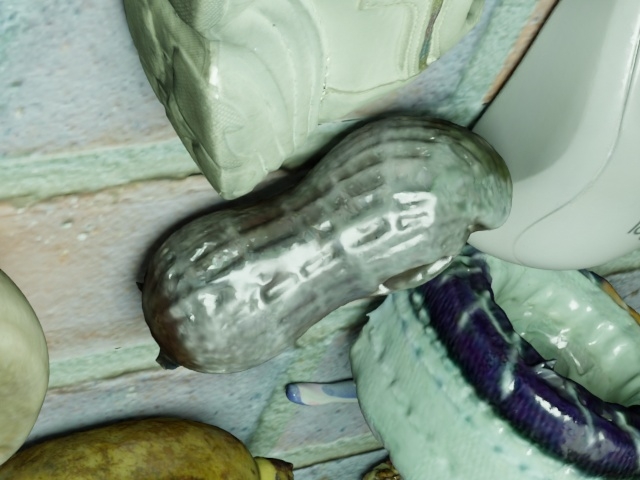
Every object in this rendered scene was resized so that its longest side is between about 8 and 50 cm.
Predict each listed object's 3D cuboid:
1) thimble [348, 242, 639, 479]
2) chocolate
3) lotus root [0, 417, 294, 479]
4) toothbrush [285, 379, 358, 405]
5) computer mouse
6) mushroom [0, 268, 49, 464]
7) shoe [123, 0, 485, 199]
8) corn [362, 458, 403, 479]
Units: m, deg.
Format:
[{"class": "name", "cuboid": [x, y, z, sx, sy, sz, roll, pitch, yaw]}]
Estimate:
[{"class": "thimble", "cuboid": [0.139, 0.105, 1.317, 0.237, 0.237, 0.150, 8, 128, -48]}, {"class": "chocolate", "cuboid": [0.000, 0.000, 1.146, 0.248, 0.110, 0.110, -26, 149, -7]}, {"class": "lotus root", "cuboid": [-0.127, 0.192, 1.283, 0.260, 0.128, 0.145, -9, 133, -36]}, {"class": "toothbrush", "cuboid": [0.079, 0.108, 1.452, 0.269, 0.021, 0.027, -3, 133, -39]}, {"class": "computer mouse", "cuboid": [0.206, -0.084, 1.196, 0.184, 0.121, 0.297, 7, 133, -45]}, {"class": "mushroom", "cuboid": [-0.230, 0.109, 0.985, 0.207, 0.215, 0.207, -29, 157, -14]}, {"class": "shoe", "cuboid": [0.006, -0.173, 0.885, 0.210, 0.132, 0.342, -29, 154, -13]}, {"class": "corn", "cuboid": [0.166, 0.198, 1.587, 0.290, 0.098, 0.098, -13, 144, -29]}]
